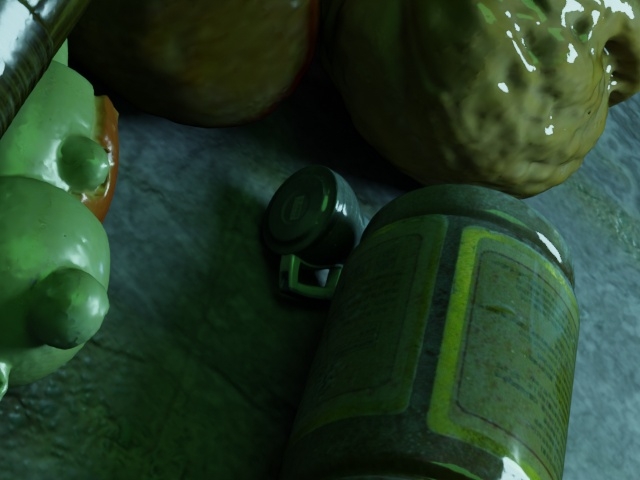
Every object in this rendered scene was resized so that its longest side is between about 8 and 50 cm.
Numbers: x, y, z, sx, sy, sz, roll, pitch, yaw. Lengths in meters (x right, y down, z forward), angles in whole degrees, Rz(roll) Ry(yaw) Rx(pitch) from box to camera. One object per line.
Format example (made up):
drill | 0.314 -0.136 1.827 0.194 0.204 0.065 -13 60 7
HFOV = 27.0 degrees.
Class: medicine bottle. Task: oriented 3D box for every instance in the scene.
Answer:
medicine bottle | 0.058 0.120 0.735 0.151 0.151 0.322 32 42 -12

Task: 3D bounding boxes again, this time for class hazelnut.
hazelnut | -0.094 -0.179 0.861 0.186 0.210 0.210 -39 83 -17

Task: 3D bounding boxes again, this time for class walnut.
walnut | 0.112 -0.142 0.950 0.257 0.257 0.224 19 72 -26

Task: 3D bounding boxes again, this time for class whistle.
whistle | -0.166 -0.029 0.714 0.106 0.131 0.288 49 27 -42

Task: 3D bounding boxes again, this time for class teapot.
teapot | 0.000 0.000 0.867 0.057 0.066 0.088 32 62 -38

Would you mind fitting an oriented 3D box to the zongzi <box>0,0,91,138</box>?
zongzi | -0.239 -0.112 0.646 0.241 0.111 0.247 17 60 17
